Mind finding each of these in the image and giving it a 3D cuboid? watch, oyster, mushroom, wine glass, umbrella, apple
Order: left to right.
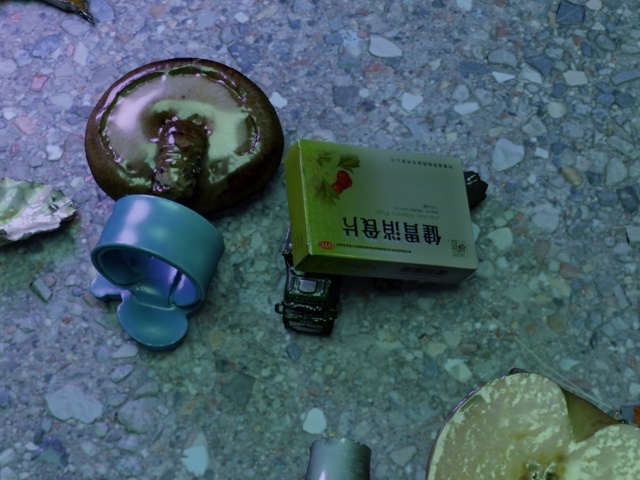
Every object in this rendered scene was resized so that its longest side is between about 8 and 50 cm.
[{"bbox_3d":[-0.475,-0.030,1.782,0.209,0.072,0.133,-20,53,-30],"label":"oyster"},{"bbox_3d":[-0.236,0.023,1.662,0.211,0.193,0.211,0,60,0],"label":"watch"},{"bbox_3d":[-0.203,-0.144,1.778,0.297,0.163,0.278,1,52,3],"label":"mushroom"},{"bbox_3d":[0.017,0.369,1.511,0.103,0.103,0.222,5,61,6],"label":"wine glass"},{"bbox_3d":[0.157,-0.014,1.742,0.066,0.059,0.235,26,63,35],"label":"umbrella"},{"bbox_3d":[0.294,0.322,1.487,0.293,0.163,0.251,29,78,32],"label":"apple"}]

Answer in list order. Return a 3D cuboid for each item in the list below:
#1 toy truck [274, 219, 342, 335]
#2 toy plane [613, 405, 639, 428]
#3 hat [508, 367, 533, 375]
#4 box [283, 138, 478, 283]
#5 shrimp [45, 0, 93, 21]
[{"bbox_3d":[0.000,0.000,1.704,0.088,0.121,0.259,6,61,7],"label":"toy truck"},{"bbox_3d":[0.429,0.292,1.554,0.135,0.062,0.188,25,65,-13],"label":"toy plane"},{"bbox_3d":[0.276,0.213,1.624,0.058,0.042,0.087,25,31,12],"label":"hat"},{"bbox_3d":[0.083,-0.039,1.640,0.260,0.062,0.175,6,64,-25],"label":"box"},{"bbox_3d":[-0.544,-0.402,2.001,0.287,0.068,0.185,-14,64,-16],"label":"shrimp"}]
